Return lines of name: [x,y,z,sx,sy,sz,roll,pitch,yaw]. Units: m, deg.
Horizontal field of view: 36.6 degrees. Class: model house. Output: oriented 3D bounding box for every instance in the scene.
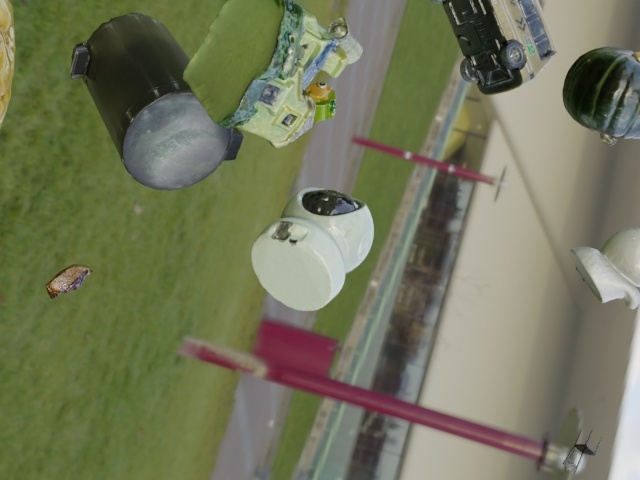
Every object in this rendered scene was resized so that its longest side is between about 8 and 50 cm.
model house: [-0.058,-0.258,1.452,0.214,0.189,0.195,-55,-136,14]

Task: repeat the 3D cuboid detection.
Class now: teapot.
teapot: [0.040,-0.369,1.802,0.067,0.057,0.083,-63,152,-19]

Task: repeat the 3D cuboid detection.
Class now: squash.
squash: [0.566,-0.278,1.843,0.172,0.218,0.218,-51,-175,25]

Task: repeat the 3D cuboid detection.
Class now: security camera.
security camera: [0.000,0.000,1.879,0.236,0.194,0.194,-46,157,-42]

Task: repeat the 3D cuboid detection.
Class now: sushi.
sushi: [-0.484,0.079,1.855,0.099,0.047,0.050,-41,-179,-24]

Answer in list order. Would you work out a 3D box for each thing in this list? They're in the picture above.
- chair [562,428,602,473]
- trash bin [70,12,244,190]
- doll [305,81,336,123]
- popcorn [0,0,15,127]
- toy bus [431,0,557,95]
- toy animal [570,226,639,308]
chair: [0.502,0.403,1.845,0.086,0.037,0.042,-58,-158,-19]
trash bin: [-0.303,-0.256,1.756,0.301,0.252,0.203,55,-49,42]
doll: [-0.057,-0.279,1.986,0.134,0.186,0.106,-117,-157,-48]
popcorn: [-0.624,-0.264,1.411,0.390,0.344,0.354,-94,-178,-54]
toy bus: [0.404,-0.536,2.252,0.202,0.365,0.177,-31,-168,-30]
toy animal: [0.518,0.015,1.533,0.221,0.131,0.104,-31,177,0]
